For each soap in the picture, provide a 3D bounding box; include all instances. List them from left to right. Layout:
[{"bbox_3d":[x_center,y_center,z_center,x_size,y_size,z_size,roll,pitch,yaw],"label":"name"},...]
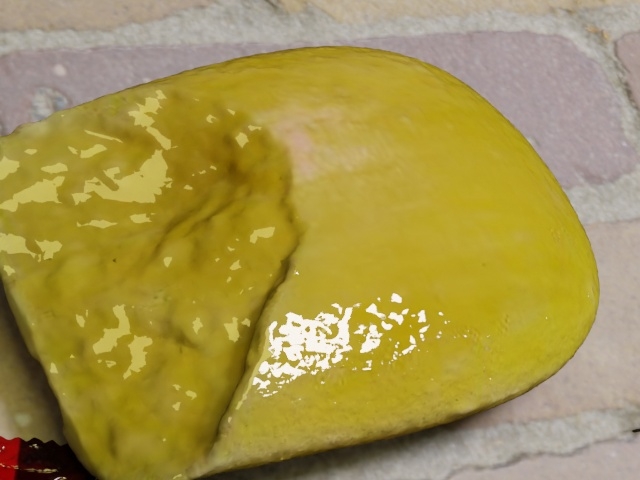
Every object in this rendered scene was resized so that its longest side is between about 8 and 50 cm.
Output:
[{"bbox_3d":[0.001,-0.002,1.148,0.427,0.115,0.306,-16,57,-35],"label":"soap"}]

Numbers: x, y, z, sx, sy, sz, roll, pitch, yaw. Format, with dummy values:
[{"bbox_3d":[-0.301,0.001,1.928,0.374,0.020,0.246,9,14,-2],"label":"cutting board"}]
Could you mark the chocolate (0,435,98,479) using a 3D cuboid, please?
[{"bbox_3d":[-0.173,0.187,0.988,0.086,0.028,0.182,8,50,-11],"label":"chocolate"}]
